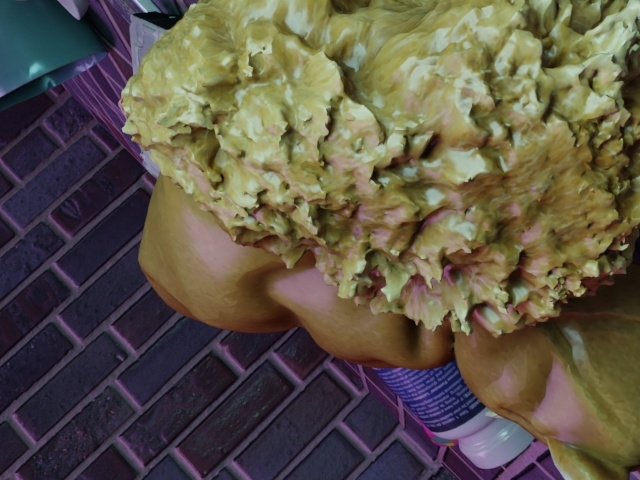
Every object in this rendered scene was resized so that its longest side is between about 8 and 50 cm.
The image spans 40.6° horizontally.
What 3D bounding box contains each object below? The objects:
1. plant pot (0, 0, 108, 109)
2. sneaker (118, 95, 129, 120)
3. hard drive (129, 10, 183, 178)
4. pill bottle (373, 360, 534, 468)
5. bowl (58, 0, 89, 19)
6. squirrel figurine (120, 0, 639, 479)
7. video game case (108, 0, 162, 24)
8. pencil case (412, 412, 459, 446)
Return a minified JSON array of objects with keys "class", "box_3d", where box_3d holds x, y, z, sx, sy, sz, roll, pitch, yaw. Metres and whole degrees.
[{"class":"plant pot","box_3d":[-0.627,-0.431,1.792,0.235,0.293,0.293,63,167,-10]},{"class":"sneaker","box_3d":[-0.452,-0.304,2.183,0.067,0.064,0.175,31,168,23]},{"class":"hard drive","box_3d":[-0.164,-0.163,1.154,0.339,0.064,0.237,36,132,51]},{"class":"pill bottle","box_3d":[0.166,0.163,1.140,0.264,0.153,0.153,48,170,-8]},{"class":"bowl","box_3d":[-0.466,-0.476,1.552,0.142,0.053,0.142,48,171,-3]},{"class":"squirrel figurine","box_3d":[0.079,0.004,0.549,0.370,0.281,0.397,37,171,16]},{"class":"video game case","box_3d":[-0.268,-0.338,1.351,0.190,0.022,0.173,48,170,-8]},{"class":"pencil case","box_3d":[0.228,0.317,1.693,0.104,0.104,0.236,38,169,42]}]
